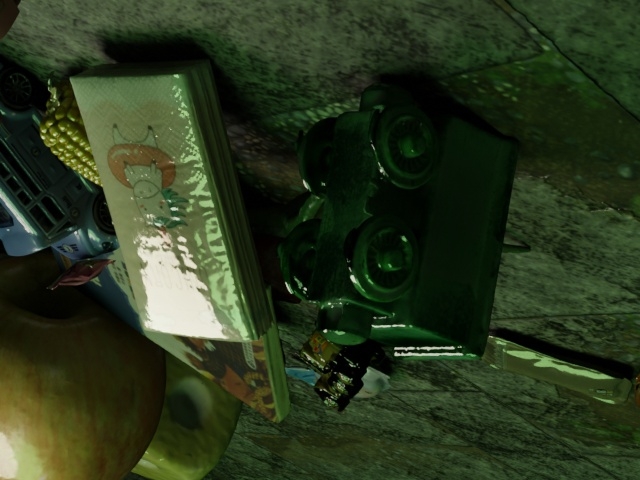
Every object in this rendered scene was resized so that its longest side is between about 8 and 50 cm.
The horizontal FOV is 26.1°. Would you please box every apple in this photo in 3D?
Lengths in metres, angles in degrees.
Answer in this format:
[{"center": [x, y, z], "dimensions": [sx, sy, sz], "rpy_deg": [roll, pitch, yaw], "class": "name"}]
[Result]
[{"center": [-0.424, 0.225, 2.143], "dimensions": [0.391, 0.391, 0.347], "rpy_deg": [14, 119, 17], "class": "apple"}]

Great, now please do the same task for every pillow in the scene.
[{"center": [0.329, 0.182, 1.946], "dimensions": [0.217, 0.033, 0.130], "rpy_deg": [16, 158, 12], "class": "pillow"}]

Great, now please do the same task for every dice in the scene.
[{"center": [-0.297, 0.304, 2.552], "dimensions": [0.226, 0.238, 0.233], "rpy_deg": [33, 157, -27], "class": "dice"}]

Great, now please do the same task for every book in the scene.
[{"center": [-0.223, 0.057, 1.882], "dimensions": [0.428, 0.039, 0.300], "rpy_deg": [29, 149, 27], "class": "book"}]

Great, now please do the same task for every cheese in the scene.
[{"center": [0.032, 0.227, 2.310], "dimensions": [0.135, 0.052, 0.244], "rpy_deg": [29, 158, -22], "class": "cheese"}]

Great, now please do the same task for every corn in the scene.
[{"center": [-0.223, -0.094, 1.677], "dimensions": [0.101, 0.102, 0.310], "rpy_deg": [-3, 149, 47], "class": "corn"}]

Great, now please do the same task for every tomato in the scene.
[{"center": [-0.084, 0.023, 1.856], "dimensions": [0.159, 0.091, 0.139], "rpy_deg": [28, 169, -38], "class": "tomato"}]

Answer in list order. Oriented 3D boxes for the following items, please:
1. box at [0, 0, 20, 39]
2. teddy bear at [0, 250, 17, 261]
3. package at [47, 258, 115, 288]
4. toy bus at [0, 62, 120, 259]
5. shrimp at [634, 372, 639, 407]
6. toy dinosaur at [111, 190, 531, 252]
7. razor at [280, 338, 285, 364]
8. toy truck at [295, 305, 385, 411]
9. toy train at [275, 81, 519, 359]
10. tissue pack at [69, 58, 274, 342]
[{"center": [-0.402, -0.276, 1.452], "dimensions": [0.156, 0.060, 0.111], "rpy_deg": [15, 157, 13], "class": "box"}, {"center": [-0.556, 0.108, 2.412], "dimensions": [0.235, 0.151, 0.267], "rpy_deg": [2, 156, 3], "class": "teddy bear"}, {"center": [-0.305, 0.041, 1.749], "dimensions": [0.059, 0.083, 0.029], "rpy_deg": [-13, 101, 65], "class": "package"}, {"center": [-0.371, -0.080, 1.713], "dimensions": [0.125, 0.133, 0.292], "rpy_deg": [-7, 125, 50], "class": "toy bus"}, {"center": [0.502, 0.253, 1.926], "dimensions": [0.117, 0.066, 0.262], "rpy_deg": [26, 150, 31], "class": "shrimp"}, {"center": [0.000, 0.000, 1.642], "dimensions": [0.447, 0.087, 0.301], "rpy_deg": [20, 147, -18], "class": "toy dinosaur"}, {"center": [-0.177, 0.107, 2.122], "dimensions": [0.189, 0.107, 0.327], "rpy_deg": [12, 153, 27], "class": "razor"}, {"center": [0.032, 0.162, 2.062], "dimensions": [0.127, 0.127, 0.257], "rpy_deg": [33, 162, 9], "class": "toy truck"}, {"center": [0.075, -0.017, 1.374], "dimensions": [0.201, 0.266, 0.145], "rpy_deg": [22, 163, -35], "class": "toy train"}, {"center": [-0.164, -0.042, 1.551], "dimensions": [0.170, 0.071, 0.326], "rpy_deg": [3, 117, 33], "class": "tissue pack"}]
